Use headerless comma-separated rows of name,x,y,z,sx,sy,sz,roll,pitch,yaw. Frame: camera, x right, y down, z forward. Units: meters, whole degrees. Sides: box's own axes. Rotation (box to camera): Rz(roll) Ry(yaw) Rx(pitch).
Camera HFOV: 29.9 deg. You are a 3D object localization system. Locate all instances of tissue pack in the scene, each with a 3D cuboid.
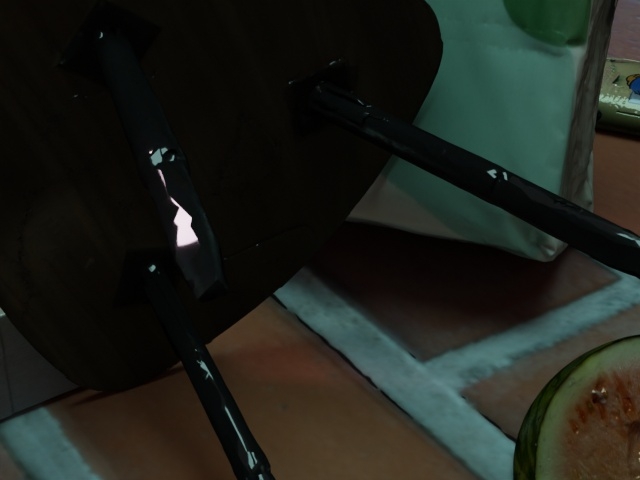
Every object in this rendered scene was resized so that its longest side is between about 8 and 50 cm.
tissue pack,0.031,-0.143,0.876,0.356,0.266,0.194,10,5,17

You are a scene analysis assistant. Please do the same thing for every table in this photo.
table,0.000,0.000,0.614,0.317,0.317,0.249,-17,41,-25

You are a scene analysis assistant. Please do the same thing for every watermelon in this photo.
watermelon,0.167,0.104,0.714,0.163,0.087,0.069,-14,-3,-25

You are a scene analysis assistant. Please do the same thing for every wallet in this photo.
wallet,0.311,-0.127,1.085,0.155,0.039,0.110,15,36,21

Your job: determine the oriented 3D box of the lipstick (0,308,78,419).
lipstick,-0.262,0.080,0.718,0.371,0.079,0.076,-21,36,-28
